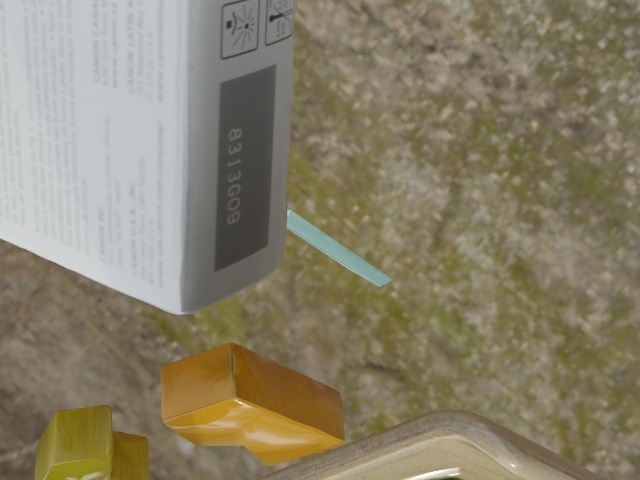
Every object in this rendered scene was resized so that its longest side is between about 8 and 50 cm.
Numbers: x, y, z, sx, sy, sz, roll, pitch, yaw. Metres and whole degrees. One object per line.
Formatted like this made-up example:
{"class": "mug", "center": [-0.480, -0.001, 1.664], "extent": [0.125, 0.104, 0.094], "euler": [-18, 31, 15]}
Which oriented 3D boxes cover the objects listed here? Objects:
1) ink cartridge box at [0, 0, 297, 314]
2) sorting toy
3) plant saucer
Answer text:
{"class": "ink cartridge box", "center": [-0.182, -0.167, 0.673], "extent": [0.385, 0.091, 0.308], "euler": [21, 121, 32]}
{"class": "sorting toy", "center": [-0.001, 0.124, 0.526], "extent": [0.229, 0.041, 0.307], "euler": [-21, 149, 28]}
{"class": "plant saucer", "center": [0.000, 0.000, 1.353], "extent": [0.067, 0.018, 0.192], "euler": [30, 178, 44]}
